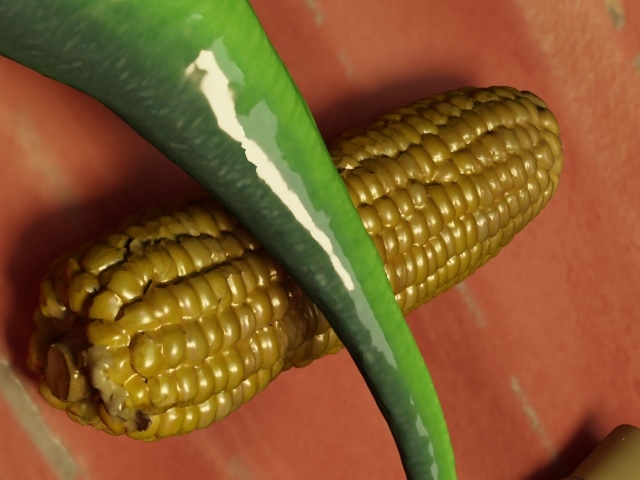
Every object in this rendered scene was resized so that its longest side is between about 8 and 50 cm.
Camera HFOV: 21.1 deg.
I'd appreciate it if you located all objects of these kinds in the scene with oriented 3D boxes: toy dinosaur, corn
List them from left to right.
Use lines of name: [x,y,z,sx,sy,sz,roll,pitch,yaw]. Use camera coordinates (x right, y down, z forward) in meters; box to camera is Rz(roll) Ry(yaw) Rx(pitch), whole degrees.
toy dinosaur: [-0.128,-0.093,0.573,0.374,0.144,0.500,-2,71,-38]
corn: [0.000,0.000,0.756,0.292,0.101,0.101,-28,109,-34]

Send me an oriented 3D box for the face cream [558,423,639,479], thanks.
face cream: [0.106,0.196,0.878,0.224,0.070,0.114,-43,117,-18]
